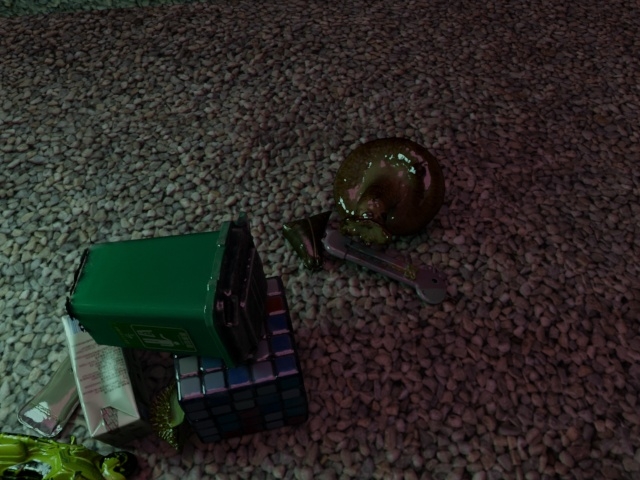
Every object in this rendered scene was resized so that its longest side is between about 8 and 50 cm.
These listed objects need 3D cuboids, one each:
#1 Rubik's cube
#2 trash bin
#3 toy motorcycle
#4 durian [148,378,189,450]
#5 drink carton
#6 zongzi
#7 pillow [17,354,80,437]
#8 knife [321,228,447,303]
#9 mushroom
[{"bbox_3d":[-0.199,0.299,1.543,0.287,0.292,0.293,-11,55,-6],"label":"Rubik's cube"},{"bbox_3d":[-0.321,0.102,1.364,0.381,0.259,0.295,0,53,6],"label":"trash bin"},{"bbox_3d":[-0.624,0.553,1.462,0.342,0.142,0.206,8,13,7],"label":"toy motorcycle"},{"bbox_3d":[-0.370,0.423,1.526,0.096,0.137,0.220,5,27,-2],"label":"durian"},{"bbox_3d":[-0.529,0.334,1.553,0.132,0.194,0.324,-21,67,-9],"label":"drink carton"},{"bbox_3d":[0.000,0.000,1.895,0.184,0.084,0.187,-20,62,-25],"label":"zongzi"},{"bbox_3d":[-0.680,0.403,1.634,0.131,0.038,0.232,24,56,15],"label":"pillow"},{"bbox_3d":[0.188,0.069,1.823,0.399,0.038,0.132,22,50,5],"label":"knife"},{"bbox_3d":[0.175,-0.155,1.857,0.331,0.356,0.334,13,94,42],"label":"mushroom"}]
